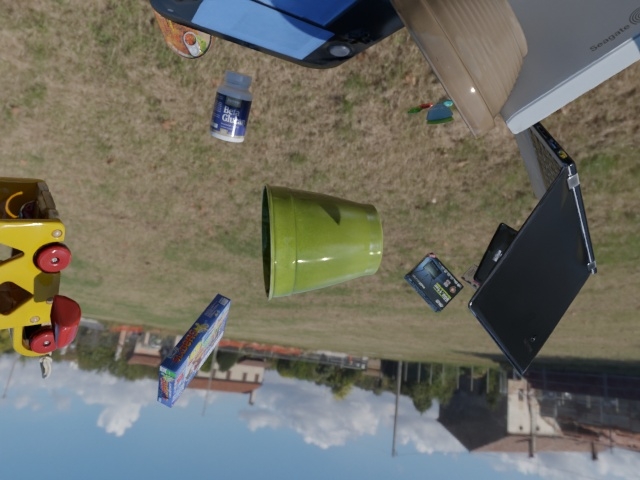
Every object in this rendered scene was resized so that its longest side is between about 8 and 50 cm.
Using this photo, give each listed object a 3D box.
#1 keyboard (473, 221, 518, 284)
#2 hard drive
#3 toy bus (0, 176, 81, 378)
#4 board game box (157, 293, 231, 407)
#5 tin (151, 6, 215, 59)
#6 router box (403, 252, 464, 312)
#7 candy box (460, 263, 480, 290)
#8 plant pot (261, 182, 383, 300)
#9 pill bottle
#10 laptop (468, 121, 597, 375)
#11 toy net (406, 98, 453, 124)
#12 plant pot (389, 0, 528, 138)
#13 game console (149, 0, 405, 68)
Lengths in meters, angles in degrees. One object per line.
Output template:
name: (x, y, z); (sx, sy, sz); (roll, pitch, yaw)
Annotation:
keyboard: (0.516, 0.051, 1.256); (0.100, 0.192, 0.038); (30, 174, -4)
hard drive: (0.329, -0.357, 0.670); (0.233, 0.352, 0.047); (-33, 140, 28)
toy bus: (-0.310, 0.038, 0.411); (0.104, 0.202, 0.191); (-2, 167, -42)
board game box: (-0.256, 0.221, 0.887); (0.035, 0.201, 0.136); (25, 129, 5)
tin: (-0.278, -0.465, 0.868); (0.106, 0.040, 0.189); (-6, 122, 17)
router box: (0.284, 0.104, 1.087); (0.122, 0.092, 0.038); (47, 163, 4)
candy box: (0.566, 0.173, 1.384); (0.159, 0.071, 0.233); (41, -176, -9)
plant pot: (0.000, 0.000, 1.389); (0.353, 0.366, 0.366); (-1, 166, -11)
pill bottle: (-0.230, -0.352, 1.134); (0.094, 0.169, 0.094); (15, -159, -6)
laptop: (0.378, -0.016, 0.852); (0.236, 0.407, 0.382); (-28, 137, 18)
toy net: (0.339, -0.353, 1.153); (0.232, 0.045, 0.122); (-27, -156, -35)
plant pot: (0.194, -0.263, 0.574); (0.110, 0.237, 0.237); (-30, 147, 24)
game console: (-0.070, -0.398, 0.728); (0.387, 0.060, 0.342); (6, -176, -29)
